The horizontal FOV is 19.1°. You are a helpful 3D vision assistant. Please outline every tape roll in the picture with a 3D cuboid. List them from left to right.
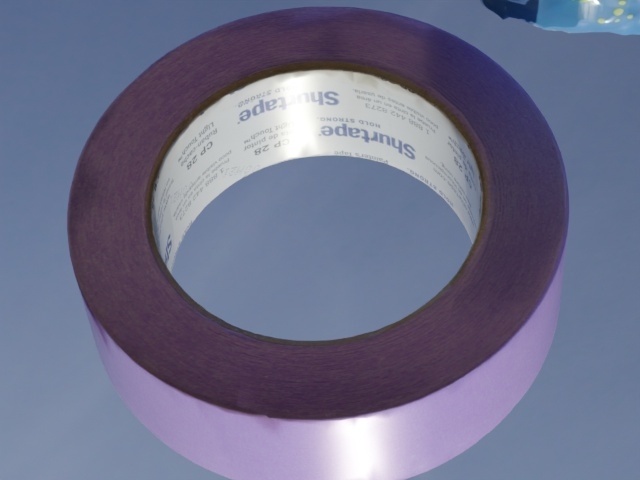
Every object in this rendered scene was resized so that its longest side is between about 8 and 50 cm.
[{"bbox_3d":[0.000,0.000,1.070,0.275,0.275,0.090,29,-27,22],"label":"tape roll"}]

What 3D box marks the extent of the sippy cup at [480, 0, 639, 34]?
[{"bbox_3d":[0.148,-0.239,1.007,0.305,0.240,0.224,42,-29,31],"label":"sippy cup"}]
